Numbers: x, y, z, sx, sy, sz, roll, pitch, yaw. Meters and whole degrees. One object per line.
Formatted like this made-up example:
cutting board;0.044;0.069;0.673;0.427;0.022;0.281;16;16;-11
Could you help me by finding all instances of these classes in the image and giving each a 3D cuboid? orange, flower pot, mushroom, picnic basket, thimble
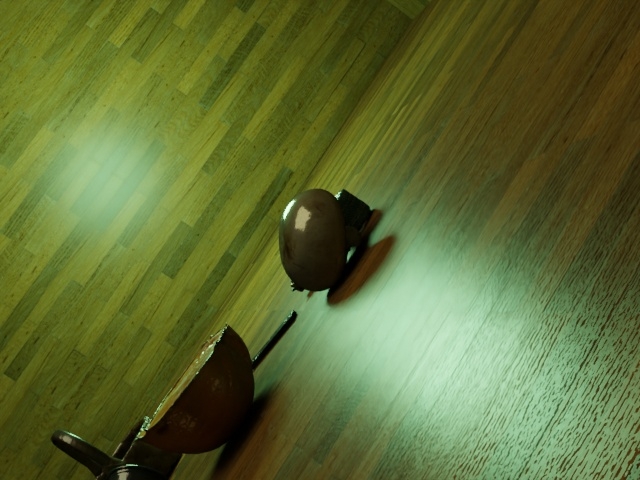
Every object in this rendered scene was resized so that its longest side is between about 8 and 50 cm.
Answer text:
orange;-0.260;0.316;1.776;0.274;0.274;0.310;-53;-26;12
flower pot;-0.439;0.614;1.982;0.157;0.157;0.107;-49;20;36
mushroom;0.000;0.000;1.843;0.226;0.178;0.227;-176;90;-80
picnic basket;-0.585;0.601;2.262;0.337;0.337;0.293;-59;10;-25
thimble;0.052;-0.052;1.991;0.118;0.090;0.135;-57;7;-17

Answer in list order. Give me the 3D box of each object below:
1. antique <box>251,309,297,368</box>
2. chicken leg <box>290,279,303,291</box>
antique;-0.117;0.243;2.049;0.192;0.015;0.031;-52;9;24
chicken leg;-0.010;0.029;2.095;0.228;0.088;0.103;-62;18;-3
